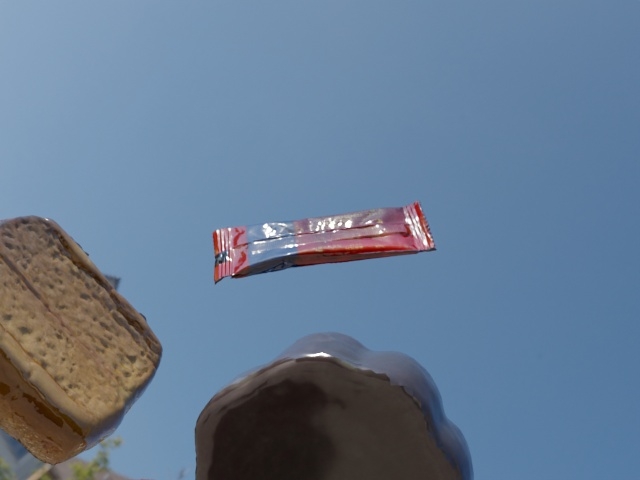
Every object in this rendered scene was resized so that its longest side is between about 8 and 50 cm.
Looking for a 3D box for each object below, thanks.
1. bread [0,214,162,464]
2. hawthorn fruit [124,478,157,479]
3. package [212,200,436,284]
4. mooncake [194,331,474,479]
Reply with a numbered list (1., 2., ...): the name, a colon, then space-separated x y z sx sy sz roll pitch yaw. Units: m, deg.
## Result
1. bread: -0.406 0.145 1.283 0.148 0.328 0.337 -38 -79 21
2. hawthorn fruit: -0.148 0.289 0.741 0.210 0.262 0.210 38 -39 39
3. package: 0.000 0.000 0.829 0.200 0.083 0.022 -8 -58 -1
4. mooncake: 0.017 0.245 0.936 0.306 0.154 0.306 2 -82 13
